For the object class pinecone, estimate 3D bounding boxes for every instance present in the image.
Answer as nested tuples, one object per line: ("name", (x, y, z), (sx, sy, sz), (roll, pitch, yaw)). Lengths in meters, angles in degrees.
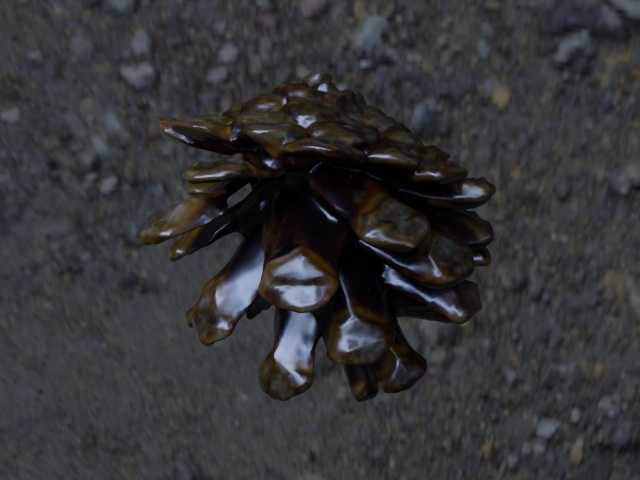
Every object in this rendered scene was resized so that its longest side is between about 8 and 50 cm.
("pinecone", (0.000, 0.003, 1.123), (0.228, 0.201, 0.202), (8, 27, -7))
